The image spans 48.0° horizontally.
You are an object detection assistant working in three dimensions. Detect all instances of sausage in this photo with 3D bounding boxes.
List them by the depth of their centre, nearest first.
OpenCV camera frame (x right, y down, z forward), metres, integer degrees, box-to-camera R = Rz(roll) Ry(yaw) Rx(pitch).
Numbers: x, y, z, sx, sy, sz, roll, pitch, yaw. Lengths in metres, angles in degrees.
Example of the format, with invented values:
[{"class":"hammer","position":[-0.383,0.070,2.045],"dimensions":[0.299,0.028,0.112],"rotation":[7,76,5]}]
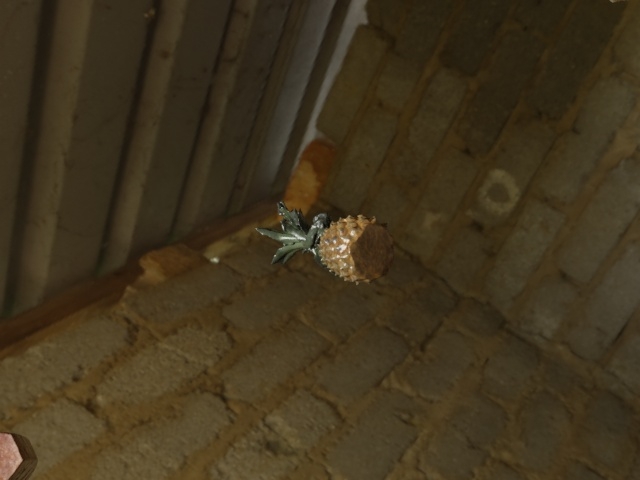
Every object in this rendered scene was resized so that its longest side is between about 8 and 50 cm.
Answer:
[{"class":"sausage","position":[-0.382,0.271,0.881],"dimensions":[0.065,0.065,0.169],"rotation":[-49,-1,-23]}]

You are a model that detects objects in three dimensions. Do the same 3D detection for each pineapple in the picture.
[{"class":"pineapple","position":[0.000,0.000,1.224],"dimensions":[0.130,0.277,0.119],"rotation":[15,-93,-35]}]

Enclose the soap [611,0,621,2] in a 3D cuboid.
[{"class":"soap","position":[0.452,-0.419,0.934],"dimensions":[0.140,0.073,0.232],"rotation":[17,-49,-45]}]
